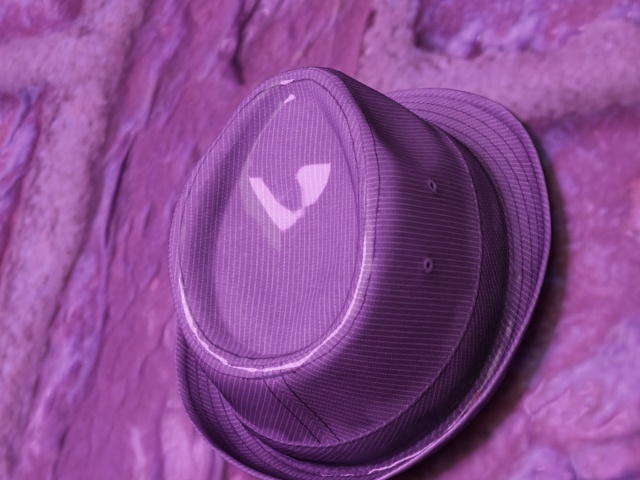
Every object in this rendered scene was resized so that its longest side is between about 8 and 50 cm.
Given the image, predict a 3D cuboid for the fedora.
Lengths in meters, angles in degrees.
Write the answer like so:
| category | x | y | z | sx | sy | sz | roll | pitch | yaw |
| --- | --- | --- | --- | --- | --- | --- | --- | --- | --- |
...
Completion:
| category | x | y | z | sx | sy | sz | roll | pitch | yaw |
| --- | --- | --- | --- | --- | --- | --- | --- | --- | --- |
| fedora | 0.000 | 0.000 | 1.073 | 0.243 | 0.124 | 0.275 | -4 | 60 | 29 |
